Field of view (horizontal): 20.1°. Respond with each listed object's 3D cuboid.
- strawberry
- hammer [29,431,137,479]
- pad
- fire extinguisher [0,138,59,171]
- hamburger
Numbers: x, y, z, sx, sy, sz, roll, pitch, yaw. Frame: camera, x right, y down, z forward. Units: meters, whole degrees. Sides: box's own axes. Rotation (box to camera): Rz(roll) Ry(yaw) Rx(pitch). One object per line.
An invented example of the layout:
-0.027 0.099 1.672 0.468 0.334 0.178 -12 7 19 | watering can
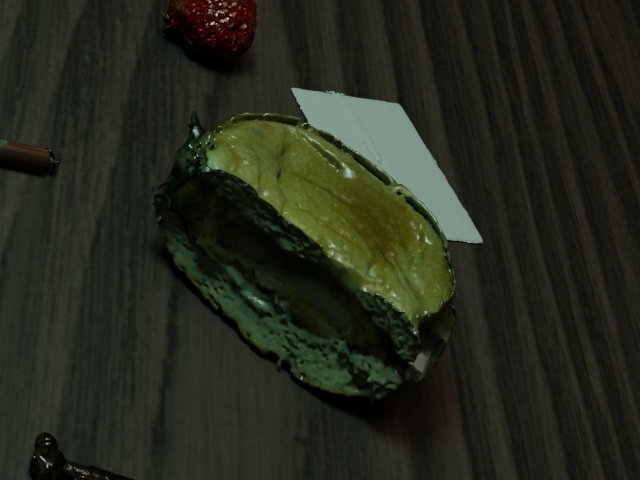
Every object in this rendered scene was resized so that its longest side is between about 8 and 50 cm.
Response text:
-0.109 -0.241 1.895 0.106 0.106 0.106 22 34 -15 | strawberry
-0.136 0.192 1.364 0.178 0.021 0.065 20 35 -22 | hammer
0.069 -0.082 1.912 0.156 0.004 0.232 6 41 -34 | pad
-0.269 -0.077 1.610 0.083 0.022 0.028 11 7 -29 | fire extinguisher
0.000 0.000 1.625 0.309 0.132 0.211 38 32 8 | hamburger
